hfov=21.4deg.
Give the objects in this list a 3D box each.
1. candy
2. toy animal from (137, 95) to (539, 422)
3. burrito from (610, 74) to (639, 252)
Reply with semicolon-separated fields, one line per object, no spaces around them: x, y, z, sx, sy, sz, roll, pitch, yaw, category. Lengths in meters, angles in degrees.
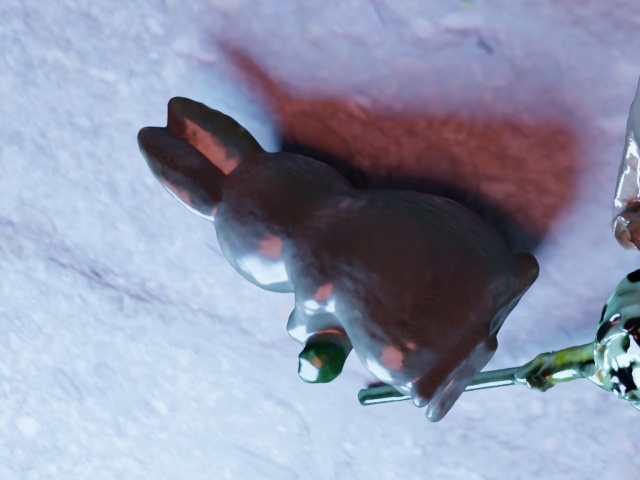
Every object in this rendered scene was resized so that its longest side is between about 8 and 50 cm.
0.131;0.074;1.046;0.305;0.083;0.091;-13;117;43;candy
0.002;-0.001;1.041;0.251;0.127;0.125;38;145;18;toy animal
0.205;-0.083;0.892;0.087;0.060;0.226;21;129;14;burrito
